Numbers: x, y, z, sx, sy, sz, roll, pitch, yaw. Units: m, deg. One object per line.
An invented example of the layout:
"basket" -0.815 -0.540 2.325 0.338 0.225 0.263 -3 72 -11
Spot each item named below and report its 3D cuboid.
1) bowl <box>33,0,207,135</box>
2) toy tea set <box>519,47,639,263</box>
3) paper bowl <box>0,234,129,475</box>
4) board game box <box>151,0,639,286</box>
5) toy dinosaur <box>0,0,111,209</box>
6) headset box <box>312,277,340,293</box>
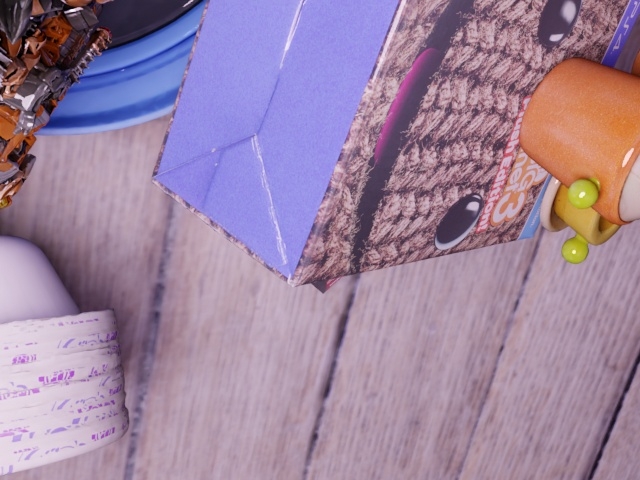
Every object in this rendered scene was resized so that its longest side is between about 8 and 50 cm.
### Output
"bowl" -0.162 -0.254 0.717 0.391 0.077 0.391 -11 125 -16
"toy tea set" 0.274 -0.125 0.809 0.336 0.124 0.200 -55 151 1
"paper bowl" -0.275 0.079 0.773 0.284 0.284 0.148 -7 87 -19
"board game box" 0.064 -0.117 0.791 0.291 0.141 0.232 -10 129 -50
"toy dinosaur" -0.173 -0.165 0.639 0.164 0.218 0.321 6 93 17
"headset box" 0.000 0.000 0.976 0.062 0.032 0.083 -43 128 8
